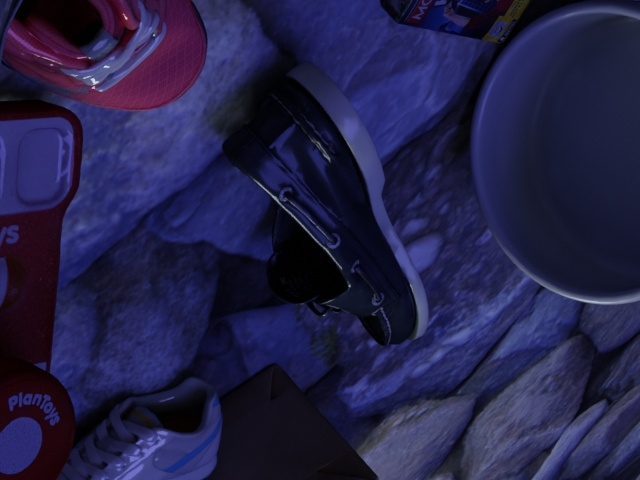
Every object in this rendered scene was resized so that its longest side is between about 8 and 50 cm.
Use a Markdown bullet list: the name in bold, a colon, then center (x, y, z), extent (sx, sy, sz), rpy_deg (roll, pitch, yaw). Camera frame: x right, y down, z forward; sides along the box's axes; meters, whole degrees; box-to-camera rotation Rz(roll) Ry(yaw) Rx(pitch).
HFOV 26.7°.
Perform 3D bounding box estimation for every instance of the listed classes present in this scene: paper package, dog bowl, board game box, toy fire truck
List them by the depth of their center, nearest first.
- **toy fire truck**: center (-0.284, 0.039, 0.820), extent (0.302, 0.169, 0.254), rpy_deg (-8, 111, -46)
- **board game box**: center (0.117, -0.252, 1.008), extent (0.194, 0.060, 0.194), rpy_deg (1, 128, -50)
- **dog bowl**: center (0.269, -0.080, 1.203), extent (0.104, 0.265, 0.265), rpy_deg (-10, 137, -48)
- **paper package**: center (-0.095, 0.334, 1.384), extent (0.309, 0.168, 0.325), rpy_deg (-34, 150, -18)

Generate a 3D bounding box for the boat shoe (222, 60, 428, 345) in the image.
- **boat shoe**: center (0.002, 0.002, 1.124), extent (0.113, 0.127, 0.340), rpy_deg (-36, 148, -11)

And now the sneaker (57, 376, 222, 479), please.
- **sneaker**: center (-0.184, 0.192, 1.191), extent (0.229, 0.087, 0.092), rpy_deg (-25, 139, -41)

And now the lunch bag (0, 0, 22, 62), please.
- **lunch bag**: center (-0.244, -0.094, 0.499), extent (0.287, 0.169, 0.235), rpy_deg (26, 73, -38)

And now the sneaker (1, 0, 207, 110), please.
- **sneaker**: center (-0.148, -0.128, 0.766), extent (0.116, 0.136, 0.314), rpy_deg (-46, 150, 6)
